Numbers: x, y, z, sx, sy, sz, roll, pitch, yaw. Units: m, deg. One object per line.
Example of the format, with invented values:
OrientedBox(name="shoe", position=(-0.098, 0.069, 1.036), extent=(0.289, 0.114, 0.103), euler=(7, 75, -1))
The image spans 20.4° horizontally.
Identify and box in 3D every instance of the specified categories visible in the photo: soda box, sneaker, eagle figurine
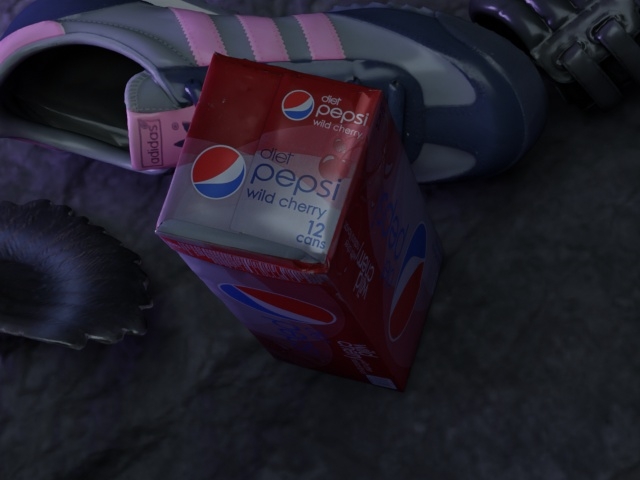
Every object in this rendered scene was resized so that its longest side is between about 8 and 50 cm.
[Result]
OrientedBox(name="soda box", position=(0.000, 0.000, 0.896), extent=(0.083, 0.263, 0.092), euler=(14, 77, 14))
OrientedBox(name="sneaker", position=(-0.040, -0.069, 0.983), extent=(0.319, 0.112, 0.131), euler=(7, 31, 19))
OrientedBox(name="sneaker", position=(0.209, -0.122, 0.963), extent=(0.296, 0.104, 0.147), euler=(25, 83, 36))
OrientedBox(name="eagle figurine", position=(-0.279, 0.036, 1.008), extent=(0.298, 0.225, 0.226), euler=(37, 127, -10))
